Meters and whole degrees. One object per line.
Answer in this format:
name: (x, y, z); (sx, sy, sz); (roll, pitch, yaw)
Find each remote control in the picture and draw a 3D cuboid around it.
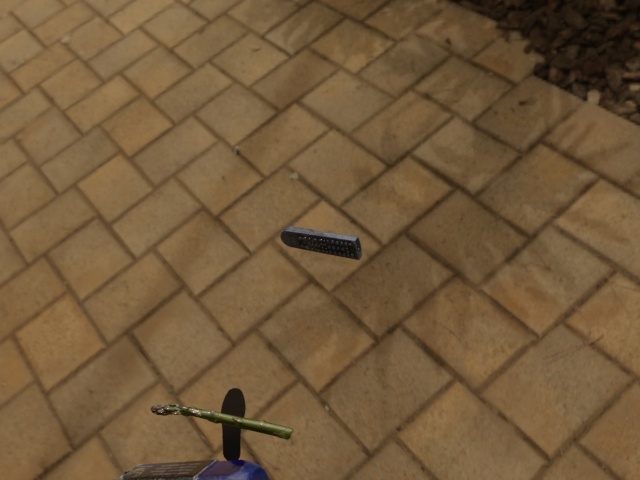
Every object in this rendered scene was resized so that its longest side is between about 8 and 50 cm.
remote control: (-0.001, 0.001, 1.130); (0.153, 0.043, 0.027); (12, 38, 30)

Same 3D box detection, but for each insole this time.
insole: (-0.178, 0.376, 1.346); (0.053, 0.002, 0.152); (1, 91, 11)

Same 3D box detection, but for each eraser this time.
eraser: (-0.245, 0.502, 1.258); (0.332, 0.102, 0.154); (-14, 95, 27)

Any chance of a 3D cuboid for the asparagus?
asparagus: (-0.170, 0.308, 1.134); (0.249, 0.024, 0.025); (11, 54, -2)
